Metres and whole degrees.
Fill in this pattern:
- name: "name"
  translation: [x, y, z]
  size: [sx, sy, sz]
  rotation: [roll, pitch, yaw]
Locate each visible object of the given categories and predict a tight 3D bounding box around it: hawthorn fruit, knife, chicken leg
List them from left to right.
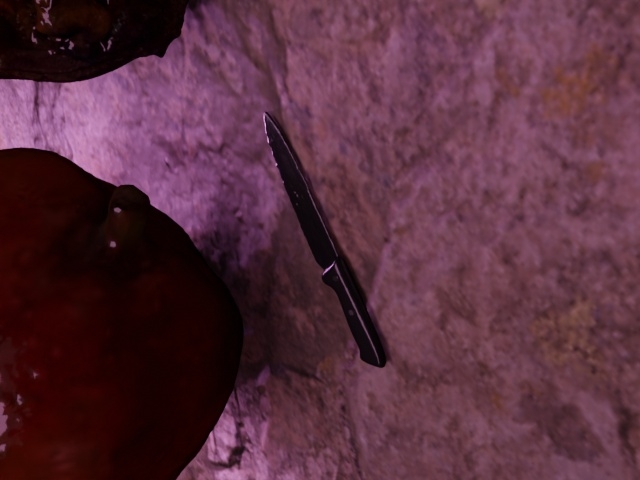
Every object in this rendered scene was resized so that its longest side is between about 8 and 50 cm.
- name: "chicken leg"
  translation: [-0.275, -0.150, 0.614]
  size: [0.407, 0.158, 0.095]
  rotation: [3, 119, 12]
- name: "hawthorn fruit"
  translation: [-0.182, 0.066, 0.617]
  size: [0.265, 0.265, 0.307]
  rotation: [47, 128, 20]
- name: "knife"
  translation: [0.000, 0.000, 0.562]
  size: [0.023, 0.010, 0.170]
  rotation: [-24, 90, 45]
